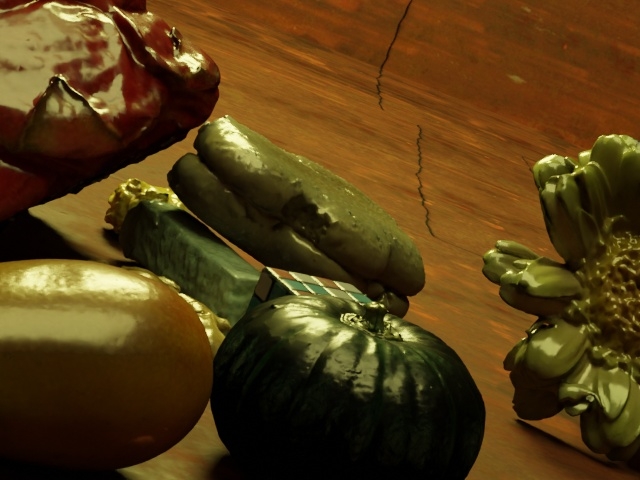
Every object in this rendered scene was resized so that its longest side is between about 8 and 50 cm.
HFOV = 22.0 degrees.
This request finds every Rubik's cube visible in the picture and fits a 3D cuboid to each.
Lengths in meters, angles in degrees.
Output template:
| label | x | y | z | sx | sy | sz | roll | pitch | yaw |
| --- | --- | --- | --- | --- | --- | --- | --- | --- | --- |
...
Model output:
| label | x | y | z | sx | sy | sz | roll | pitch | yaw |
| --- | --- | --- | --- | --- | --- | --- | --- | --- | --- |
| Rubik's cube | -0.004 | 0.085 | 1.294 | 0.092 | 0.092 | 0.092 | 13 | 16 | -35 |

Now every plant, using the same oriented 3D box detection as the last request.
| label | x | y | z | sx | sy | sz | roll | pitch | yaw |
| --- | --- | --- | --- | --- | --- | --- | --- | --- | --- |
| plant | 0.319 | 0.072 | 1.538 | 0.261 | 0.306 | 0.297 | -2 | -29 | 29 |

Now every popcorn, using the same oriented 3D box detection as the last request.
| label | x | y | z | sx | sy | sz | roll | pitch | yaw |
| --- | --- | --- | --- | --- | --- | --- | --- | --- | --- |
| popcorn | -0.162 | -0.025 | 1.560 | 0.083 | 0.057 | 0.082 | 22 | 6 | 16 |

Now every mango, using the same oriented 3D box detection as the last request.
| label | x | y | z | sx | sy | sz | roll | pitch | yaw |
| --- | --- | --- | --- | --- | --- | --- | --- | --- | --- |
| mango | -0.173 | 0.074 | 1.017 | 0.221 | 0.120 | 0.151 | 7 | 20 | -24 |

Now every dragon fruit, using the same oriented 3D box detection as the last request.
| label | x | y | z | sx | sy | sz | roll | pitch | yaw |
| --- | --- | --- | --- | --- | --- | --- | --- | --- | --- |
| dragon fruit | -0.252 | -0.187 | 1.368 | 0.228 | 0.329 | 0.286 | -19 | 6 | 13 |

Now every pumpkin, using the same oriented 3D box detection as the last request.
| label | x | y | z | sx | sy | sz | roll | pitch | yaw |
| --- | --- | --- | --- | --- | --- | --- | --- | --- | --- |
| pumpkin | 0.020 | 0.110 | 1.140 | 0.202 | 0.140 | 0.202 | 22 | 10 | -4 |

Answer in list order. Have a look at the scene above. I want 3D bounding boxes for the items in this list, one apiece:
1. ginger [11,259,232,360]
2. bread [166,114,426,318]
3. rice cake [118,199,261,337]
| label | x | y | z | sx | sy | sz | roll | pitch | yaw |
| --- | --- | --- | --- | --- | --- | --- | --- | --- | --- |
| ginger | -0.161 | 0.054 | 1.270 | 0.193 | 0.052 | 0.176 | 27 | 13 | -11 |
| bread | 0.002 | -0.005 | 1.538 | 0.183 | 0.102 | 0.337 | 37 | 5 | 29 |
| rice cake | -0.106 | 0.025 | 1.432 | 0.069 | 0.063 | 0.206 | 20 | 11 | -38 |
